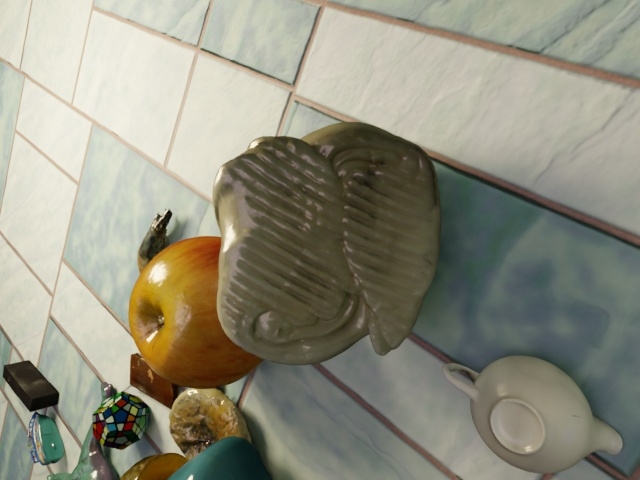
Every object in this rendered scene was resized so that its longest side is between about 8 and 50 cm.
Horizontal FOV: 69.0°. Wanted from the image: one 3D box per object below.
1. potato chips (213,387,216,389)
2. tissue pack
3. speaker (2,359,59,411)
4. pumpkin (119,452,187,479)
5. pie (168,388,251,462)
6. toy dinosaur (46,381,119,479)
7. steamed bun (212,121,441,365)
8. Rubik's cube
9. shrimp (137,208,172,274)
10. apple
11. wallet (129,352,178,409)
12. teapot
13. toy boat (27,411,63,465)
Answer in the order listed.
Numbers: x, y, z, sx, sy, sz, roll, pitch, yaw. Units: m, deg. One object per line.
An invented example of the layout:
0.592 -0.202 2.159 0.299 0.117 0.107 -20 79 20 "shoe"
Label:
-0.275 0.354 1.027 0.204 0.026 0.037 -50 62 27 "potato chips"
-0.159 0.513 0.806 0.198 0.206 0.288 -42 81 21 "tissue pack"
-0.909 0.450 1.457 0.218 0.082 0.044 23 105 35 "speaker"
-0.322 0.613 0.947 0.139 0.221 0.317 -38 40 21 "pumpkin"
-0.218 0.400 0.958 0.185 0.052 0.218 -40 77 20 "pie"
-0.549 0.612 1.199 0.383 0.129 0.331 46 107 25 "toy dinosaur"
0.010 0.000 0.689 0.309 0.219 0.325 -4 93 -2 "steamed bun"
-0.480 0.435 1.125 0.133 0.133 0.112 59 147 19 "Rubik's cube"
-0.361 0.035 1.073 0.150 0.051 0.217 40 121 25 "shrimp"
-0.209 0.126 0.847 0.285 0.233 0.287 2 93 37 "apple"
-0.400 0.335 1.118 0.176 0.026 0.095 11 103 36 "wallet"
0.257 0.219 0.602 0.226 0.092 0.145 26 105 36 "teapot"
-0.855 0.606 1.412 0.110 0.091 0.175 -37 65 13 "toy boat"
